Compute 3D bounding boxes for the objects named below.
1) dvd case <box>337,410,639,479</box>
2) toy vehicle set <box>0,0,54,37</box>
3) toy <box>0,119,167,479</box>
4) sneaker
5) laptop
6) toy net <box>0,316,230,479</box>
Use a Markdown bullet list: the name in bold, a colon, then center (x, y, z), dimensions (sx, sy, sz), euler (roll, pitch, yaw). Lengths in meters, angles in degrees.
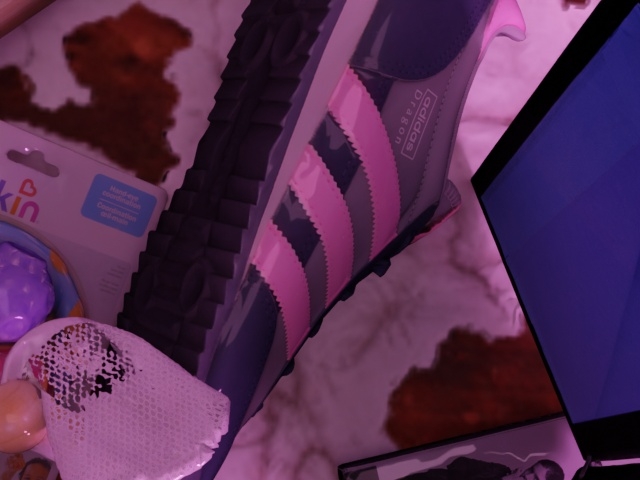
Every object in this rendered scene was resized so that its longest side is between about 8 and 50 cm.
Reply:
- **dvd case**: center (0.143, 0.175, 0.522), dimensions (0.238, 0.029, 0.179), euler (-12, 85, -8)
- **toy vehicle set**: center (-0.230, -0.125, 0.429), dimensions (0.166, 0.035, 0.267), euler (46, 58, -4)
- **toy**: center (-0.165, 0.065, 0.461), dimensions (0.136, 0.056, 0.237), euler (23, 88, -28)
- **sneaker**: center (0.000, 0.000, 0.480), dimensions (0.131, 0.112, 0.319), euler (23, 95, -31)
- **laptop**: center (0.071, 0.081, 0.393), dimensions (0.136, 0.234, 0.264), euler (34, 76, 5)
- **toy net**: center (-0.151, 0.053, 0.406), dimensions (0.232, 0.045, 0.122), euler (5, 60, -4)
